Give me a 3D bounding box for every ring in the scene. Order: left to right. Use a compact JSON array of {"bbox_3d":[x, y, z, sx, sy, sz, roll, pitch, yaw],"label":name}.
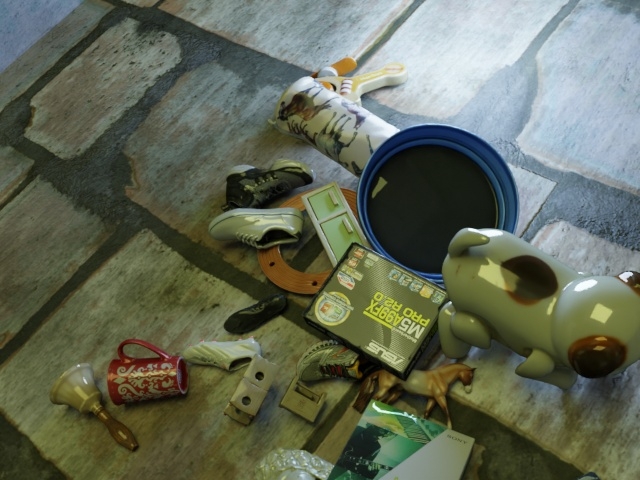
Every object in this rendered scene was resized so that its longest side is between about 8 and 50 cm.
[{"bbox_3d":[0.000,0.000,2.088,0.336,0.032,0.337,-9,53,12],"label":"ring"}]

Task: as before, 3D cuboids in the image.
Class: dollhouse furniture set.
[{"bbox_3d":[-0.105,0.368,1.815,0.183,0.129,0.129,29,65,0],"label":"dollhouse furniture set"}]

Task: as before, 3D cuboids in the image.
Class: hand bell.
[{"bbox_3d":[-0.519,0.414,1.918,0.242,0.126,0.126,37,72,23],"label":"hand bell"}]

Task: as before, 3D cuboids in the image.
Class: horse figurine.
[{"bbox_3d":[0.198,0.334,1.757,0.263,0.066,0.175,4,63,17],"label":"horse figurine"}]

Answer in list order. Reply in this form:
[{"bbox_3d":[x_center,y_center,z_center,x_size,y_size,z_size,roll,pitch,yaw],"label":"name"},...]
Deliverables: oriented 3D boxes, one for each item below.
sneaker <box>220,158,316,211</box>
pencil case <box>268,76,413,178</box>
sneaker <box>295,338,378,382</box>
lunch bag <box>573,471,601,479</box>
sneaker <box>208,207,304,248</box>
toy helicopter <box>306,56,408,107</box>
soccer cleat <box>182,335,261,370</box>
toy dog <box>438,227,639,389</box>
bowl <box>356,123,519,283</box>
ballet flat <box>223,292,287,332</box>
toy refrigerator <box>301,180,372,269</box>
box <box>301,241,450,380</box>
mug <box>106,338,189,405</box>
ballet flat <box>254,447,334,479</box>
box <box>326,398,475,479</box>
[{"bbox_3d":[-0.145,-0.130,2.189,0.268,0.101,0.153,-3,55,23],"label":"sneaker"},{"bbox_3d":[0.069,-0.265,2.108,0.410,0.160,0.184,34,78,15],"label":"pencil case"},{"bbox_3d":[0.051,0.272,1.822,0.225,0.088,0.093,-20,36,4],"label":"sneaker"},{"bbox_3d":[0.500,0.492,1.542,0.098,0.065,0.067,-29,51,-5],"label":"lunch bag"},{"bbox_3d":[-0.170,-0.027,2.082,0.258,0.094,0.091,-8,48,13],"label":"sneaker"},{"bbox_3d":[0.084,-0.453,2.357,0.354,0.140,0.235,-19,42,-10],"label":"toy helicopter"},{"bbox_3d":[-0.240,0.279,1.938,0.196,0.068,0.076,-8,56,9],"label":"soccer cleat"},{"bbox_3d":[0.470,0.125,1.628,0.407,0.396,0.284,22,55,39],"label":"toy dog"},{"bbox_3d":[0.276,-0.084,1.927,0.390,0.077,0.391,1,76,-5],"label":"bowl"},{"bbox_3d":[-0.159,0.184,2.003,0.173,0.049,0.058,-25,96,0],"label":"ballet flat"},{"bbox_3d":[0.047,-0.016,2.004,0.102,0.094,0.270,-24,51,0],"label":"toy refrigerator"},{"bbox_3d":[0.129,0.152,1.796,0.270,0.060,0.216,28,71,24],"label":"box"},{"bbox_3d":[-0.412,0.317,1.917,0.169,0.150,0.113,-6,39,8],"label":"mug"},{"bbox_3d":[0.018,0.530,1.607,0.408,0.147,0.147,19,62,28],"label":"ballet flat"},{"bbox_3d":[0.143,0.469,1.560,0.232,0.059,0.322,18,38,17],"label":"box"}]
